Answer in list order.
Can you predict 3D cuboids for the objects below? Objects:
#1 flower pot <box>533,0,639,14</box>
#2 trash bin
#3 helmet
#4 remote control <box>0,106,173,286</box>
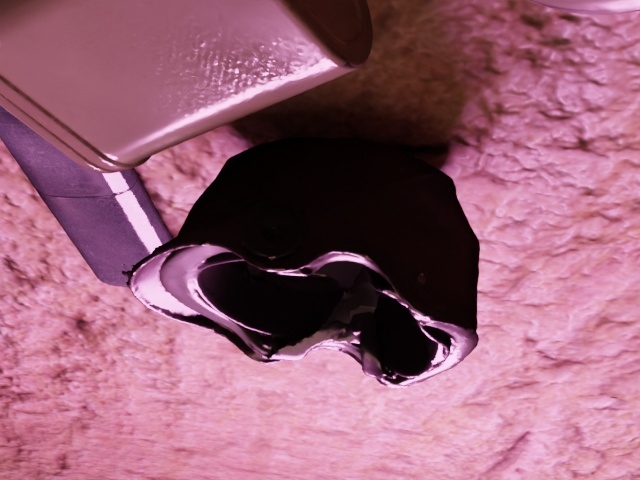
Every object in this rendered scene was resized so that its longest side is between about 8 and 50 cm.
[{"bbox_3d":[0.107,-0.265,0.482,0.307,0.307,0.244,-21,134,39],"label":"flower pot"},{"bbox_3d":[-0.124,-0.170,0.881,0.247,0.121,0.243,-18,140,31],"label":"trash bin"},{"bbox_3d":[0.000,0.000,1.067,0.305,0.177,0.225,16,157,-1],"label":"helmet"},{"bbox_3d":[-0.226,-0.068,1.138,0.107,0.044,0.377,4,149,17],"label":"remote control"}]
